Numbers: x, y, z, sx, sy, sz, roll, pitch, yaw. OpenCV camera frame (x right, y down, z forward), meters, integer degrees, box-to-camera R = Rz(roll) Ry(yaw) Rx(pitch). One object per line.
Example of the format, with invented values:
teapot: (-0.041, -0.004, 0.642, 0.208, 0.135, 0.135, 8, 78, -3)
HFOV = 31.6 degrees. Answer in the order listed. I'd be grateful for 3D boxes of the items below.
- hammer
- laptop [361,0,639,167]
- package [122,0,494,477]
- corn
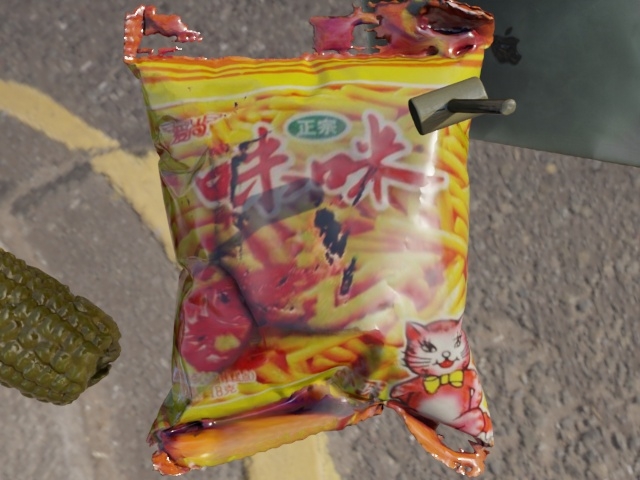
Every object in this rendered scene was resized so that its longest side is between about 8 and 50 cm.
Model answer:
hammer: (0.068, -0.058, 0.501, 0.036, 0.019, 0.110, -20, 11, -4)
laptop: (0.151, -0.157, 0.911, 0.269, 0.187, 0.015, 14, 43, 32)
package: (-0.007, -0.001, 0.687, 0.223, 0.108, 0.288, 0, 86, -4)
corn: (-0.337, 0.029, 0.933, 0.363, 0.120, 0.120, 23, 68, -3)
